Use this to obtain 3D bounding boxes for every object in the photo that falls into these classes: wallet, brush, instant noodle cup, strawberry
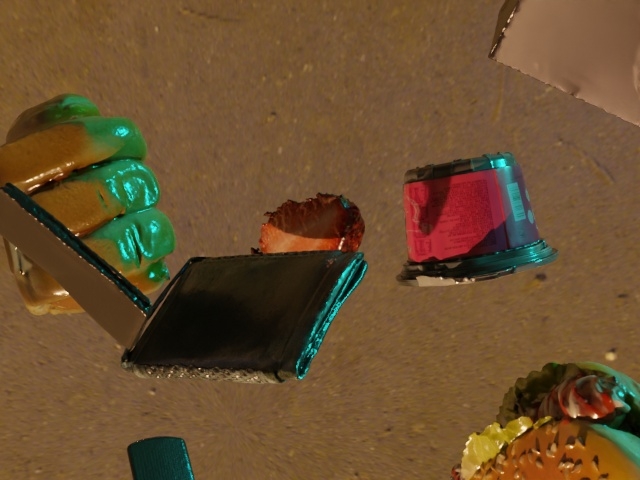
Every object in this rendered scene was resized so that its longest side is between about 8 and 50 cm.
[{"bbox_3d":[-0.112,0.114,1.424,0.075,0.342,0.237,60,45,-31],"label":"wallet"},{"bbox_3d":[-0.135,0.276,0.916,0.063,0.016,0.193,0,59,-33],"label":"brush"},{"bbox_3d":[0.233,-0.039,1.549,0.258,0.302,0.182,-10,93,-6],"label":"instant noodle cup"},{"bbox_3d":[0.002,0.007,1.606,0.106,0.236,0.175,-20,98,-46],"label":"strawberry"},{"bbox_3d":[-0.316,0.034,1.248,0.244,0.124,0.025,40,54,3],"label":"wallet"}]

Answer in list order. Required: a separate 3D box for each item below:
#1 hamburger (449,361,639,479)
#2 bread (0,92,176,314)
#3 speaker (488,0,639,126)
[{"bbox_3d":[0.156,0.170,0.596,0.116,0.210,0.173,-5,62,-24],"label":"hamburger"},{"bbox_3d":[-0.394,-0.053,1.519,0.210,0.300,0.341,-18,100,-49],"label":"bread"},{"bbox_3d":[0.180,-0.065,0.371,0.218,0.082,0.044,25,39,-3],"label":"speaker"}]
